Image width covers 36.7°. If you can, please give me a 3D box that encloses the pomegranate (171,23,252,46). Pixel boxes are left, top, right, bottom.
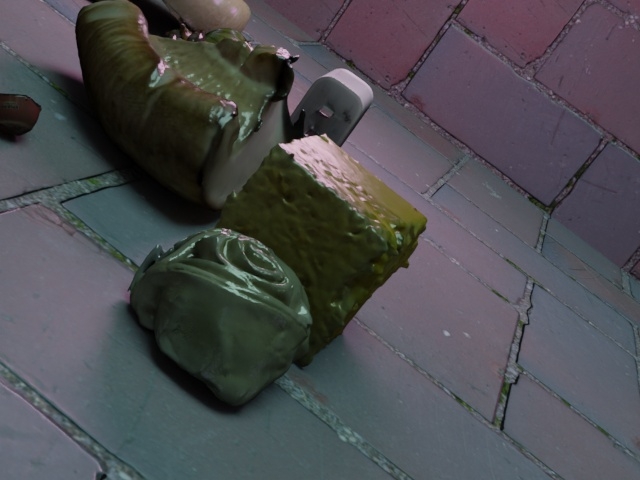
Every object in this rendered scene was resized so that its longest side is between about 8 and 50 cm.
[{"bbox_3d":[-0.238,-0.402,2.063,0.191,0.131,0.152,23,11,-4],"label":"pomegranate"}]

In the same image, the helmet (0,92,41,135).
[{"bbox_3d":[-0.406,-0.163,1.286,0.065,0.049,0.084,1,-7,0],"label":"helmet"}]

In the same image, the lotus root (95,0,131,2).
[{"bbox_3d":[-0.459,-0.565,2.144,0.191,0.095,0.108,5,73,-76],"label":"lotus root"}]

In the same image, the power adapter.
[{"bbox_3d":[0.011,-0.263,2.069,0.124,0.187,0.255,35,19,0],"label":"power adapter"}]

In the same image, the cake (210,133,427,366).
[{"bbox_3d":[0.000,0.000,1.341,0.227,0.222,0.286,41,19,7],"label":"cake"}]

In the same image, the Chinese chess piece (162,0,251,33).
[{"bbox_3d":[-0.321,-0.602,2.255,0.349,0.146,0.349,46,4,-4],"label":"Chinese chess piece"}]

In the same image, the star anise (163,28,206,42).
[{"bbox_3d":[-0.234,-0.305,1.753,0.197,0.073,0.212,28,59,13],"label":"star anise"}]

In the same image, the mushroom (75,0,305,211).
[{"bbox_3d":[-0.260,-0.217,1.511,0.398,0.224,0.313,24,43,15],"label":"mushroom"}]

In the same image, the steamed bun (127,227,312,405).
[{"bbox_3d":[-0.102,0.059,1.104,0.211,0.144,0.218,38,29,17],"label":"steamed bun"}]
